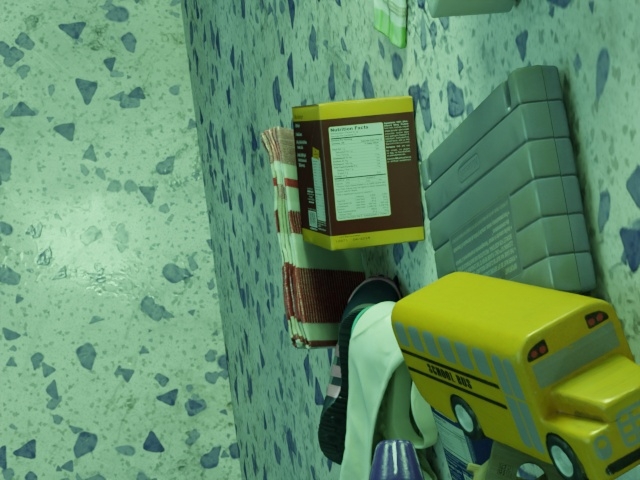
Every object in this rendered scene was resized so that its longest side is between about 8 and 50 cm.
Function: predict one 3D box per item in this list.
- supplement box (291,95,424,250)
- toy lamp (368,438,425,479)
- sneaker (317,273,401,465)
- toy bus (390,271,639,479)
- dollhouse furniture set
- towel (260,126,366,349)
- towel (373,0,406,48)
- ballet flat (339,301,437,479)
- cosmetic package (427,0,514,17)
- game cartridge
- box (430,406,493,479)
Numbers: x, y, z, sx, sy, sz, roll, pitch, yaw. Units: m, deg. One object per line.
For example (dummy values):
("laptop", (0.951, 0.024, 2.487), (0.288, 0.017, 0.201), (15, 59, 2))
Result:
("supplement box", (0.048, -0.095, 1.872), (0.191, 0.129, 0.194), (-161, 66, -77))
("toy lamp", (0.098, 0.390, 1.723), (0.080, 0.080, 0.274), (116, 156, -68))
("sneaker", (0.070, 0.192, 2.001), (0.131, 0.112, 0.319), (-70, -6, -53))
("toy bus", (0.189, 0.115, 1.232), (0.333, 0.108, 0.130), (11, 124, 69))
("dollhouse furniture set", (0.213, 0.225, 1.449), (0.182, 0.101, 0.161), (113, 174, -66))
("towel", (0.000, 0.000, 2.049), (0.237, 0.037, 0.329), (6, -105, -62))
("towel", (0.090, -0.341, 1.811), (0.113, 0.023, 0.152), (-120, 26, -63))
("ballet flat", (0.102, 0.279, 1.853), (0.139, 0.139, 0.400), (-122, 29, -63))
("cosmetic package", (0.155, -0.440, 1.298), (0.377, 0.097, 0.284), (107, 152, -61))
("game cartridge", (0.190, -0.020, 1.435), (0.355, 0.068, 0.230), (134, 125, -74))
("box", (0.161, 0.200, 1.619), (0.136, 0.036, 0.225), (-163, 53, -77))
